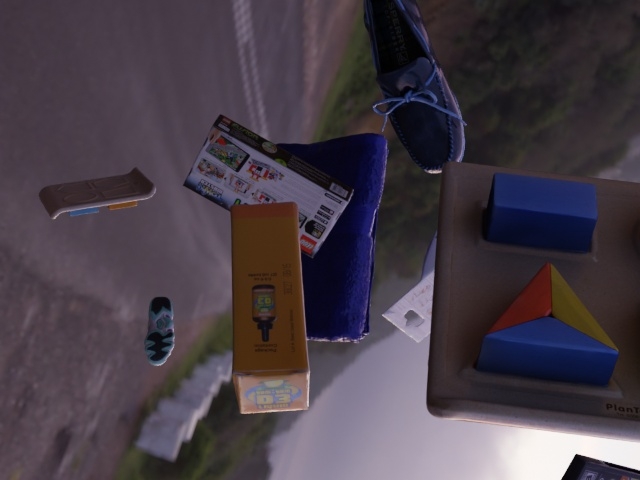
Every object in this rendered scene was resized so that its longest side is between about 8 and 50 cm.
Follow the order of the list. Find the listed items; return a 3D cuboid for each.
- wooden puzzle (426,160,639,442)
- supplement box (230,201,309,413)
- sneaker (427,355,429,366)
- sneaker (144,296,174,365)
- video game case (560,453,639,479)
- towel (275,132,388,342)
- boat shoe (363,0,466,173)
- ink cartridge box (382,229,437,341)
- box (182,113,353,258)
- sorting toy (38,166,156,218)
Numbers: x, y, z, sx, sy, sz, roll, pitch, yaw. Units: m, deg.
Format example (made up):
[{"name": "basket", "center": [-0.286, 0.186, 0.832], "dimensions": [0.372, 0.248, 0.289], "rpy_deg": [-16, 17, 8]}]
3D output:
[{"name": "wooden puzzle", "center": [0.262, 0.033, 1.033], "dimensions": [0.348, 0.322, 0.081], "rpy_deg": [-80, 175, -50]}, {"name": "supplement box", "center": [-0.055, 0.067, 1.253], "dimensions": [0.080, 0.078, 0.233], "rpy_deg": [91, -4, -47]}, {"name": "sneaker", "center": [0.328, 0.153, 2.160], "dimensions": [0.302, 0.121, 0.108], "rpy_deg": [-49, -149, 11]}, {"name": "sneaker", "center": [-0.204, 0.128, 1.511], "dimensions": [0.069, 0.038, 0.098], "rpy_deg": [101, -7, -53]}, {"name": "video game case", "center": [0.461, 0.509, 2.036], "dimensions": [0.035, 0.248, 0.275], "rpy_deg": [39, -75, 53]}, {"name": "towel", "center": [0.000, 0.000, 1.750], "dimensions": [0.076, 0.227, 0.308], "rpy_deg": [18, 76, -44]}, {"name": "boat shoe", "center": [0.099, -0.204, 1.479], "dimensions": [0.258, 0.109, 0.089], "rpy_deg": [66, 20, 6]}, {"name": "ink cartridge box", "center": [0.200, 0.044, 1.822], "dimensions": [0.232, 0.066, 0.189], "rpy_deg": [-37, 152, 8]}, {"name": "box", "center": [-0.072, -0.072, 1.600], "dimensions": [0.114, 0.207, 0.036], "rpy_deg": [-57, -175, 36]}, {"name": "sorting toy", "center": [-0.442, -0.089, 2.337], "dimensions": [0.193, 0.208, 0.038], "rpy_deg": [-144, -138, -64]}]
